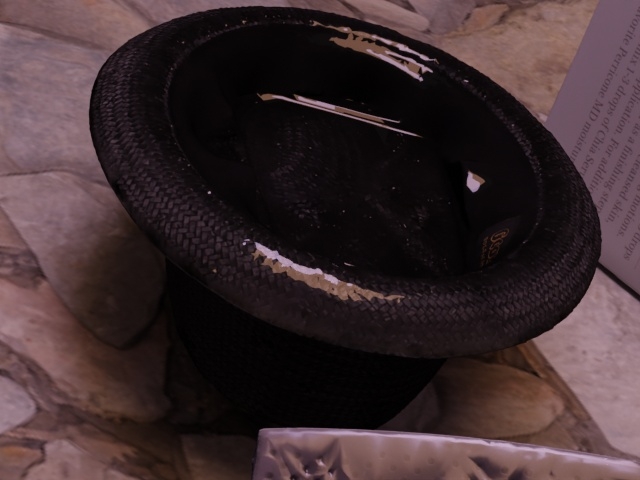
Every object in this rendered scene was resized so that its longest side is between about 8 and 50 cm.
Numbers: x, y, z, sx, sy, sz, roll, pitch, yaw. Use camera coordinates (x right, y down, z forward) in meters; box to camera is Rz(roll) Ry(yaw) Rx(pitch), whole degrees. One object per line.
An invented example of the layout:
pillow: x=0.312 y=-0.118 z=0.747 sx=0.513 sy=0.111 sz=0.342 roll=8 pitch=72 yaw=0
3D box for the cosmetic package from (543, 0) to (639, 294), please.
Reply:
cosmetic package: x=0.369 y=-0.006 z=1.281 sx=0.161 sy=0.230 sz=0.453 roll=-19 pitch=51 yaw=-43

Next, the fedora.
fedora: x=0.000 y=0.000 z=1.154 sx=0.334 sy=0.152 sz=0.334 roll=14 pitch=32 yaw=-9

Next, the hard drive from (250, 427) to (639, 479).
hard drive: x=0.085 y=0.184 z=0.948 sx=0.255 sy=0.054 sz=0.172 roll=7 pitch=66 yaw=3
